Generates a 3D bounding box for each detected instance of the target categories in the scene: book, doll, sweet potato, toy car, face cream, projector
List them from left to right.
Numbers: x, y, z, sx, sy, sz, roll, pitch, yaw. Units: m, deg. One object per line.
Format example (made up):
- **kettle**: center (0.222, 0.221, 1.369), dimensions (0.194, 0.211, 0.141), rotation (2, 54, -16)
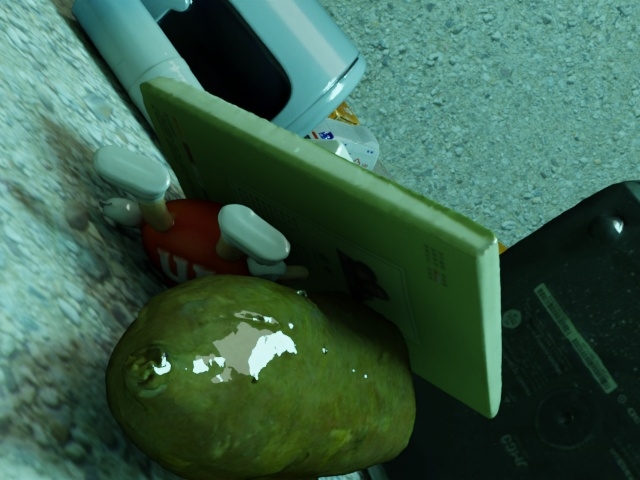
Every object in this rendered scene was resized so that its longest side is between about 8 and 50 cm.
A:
- **face cream**: center (-0.186, -0.183, 0.975), dimensions (0.250, 0.077, 0.077), rotation (54, 12, 4)
- **doll**: center (-0.098, 0.004, 0.698), dimensions (0.183, 0.085, 0.217), rotation (25, -13, 5)
- **sweet potato**: center (-0.041, 0.097, 0.591), dimensions (0.370, 0.158, 0.157), rotation (18, 36, -59)
- **toy car**: center (-0.006, -0.148, 1.387), dimensions (0.210, 0.108, 0.089), rotation (9, 40, -38)
- **book**: center (0.000, 0.004, 0.726), dimensions (0.352, 0.035, 0.239), rotation (29, -28, 31)
- **projector**: center (0.274, 0.204, 0.825), dimensions (0.242, 0.405, 0.395), rotation (41, 17, -47)

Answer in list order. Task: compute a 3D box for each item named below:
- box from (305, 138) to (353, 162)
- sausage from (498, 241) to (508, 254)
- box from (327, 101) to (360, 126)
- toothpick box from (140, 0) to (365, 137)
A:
- **box**: center (0.000, 0.000, 0.905), dimensions (0.168, 0.071, 0.259), rotation (7, -32, 37)
- **sausage**: center (0.224, 0.102, 1.383), dimensions (0.233, 0.233, 0.287), rotation (54, 13, 5)
- **box**: center (-0.088, -0.309, 1.576), dimensions (0.341, 0.143, 0.225), rotation (55, 12, 5)
- **toothpick box**: center (-0.128, -0.299, 1.130), dimensions (0.354, 0.263, 0.263), rotation (48, 12, -15)
